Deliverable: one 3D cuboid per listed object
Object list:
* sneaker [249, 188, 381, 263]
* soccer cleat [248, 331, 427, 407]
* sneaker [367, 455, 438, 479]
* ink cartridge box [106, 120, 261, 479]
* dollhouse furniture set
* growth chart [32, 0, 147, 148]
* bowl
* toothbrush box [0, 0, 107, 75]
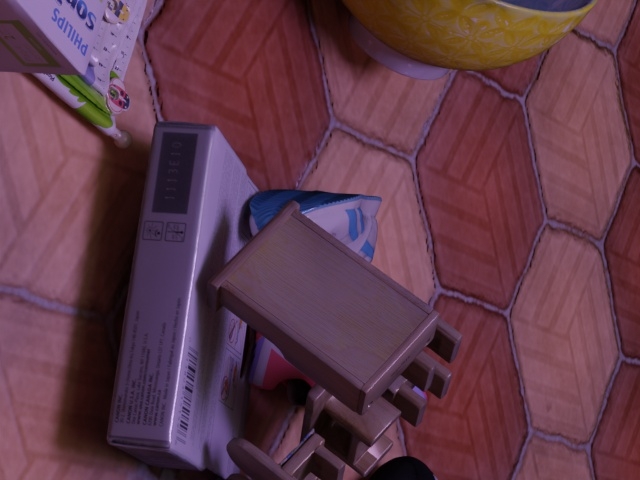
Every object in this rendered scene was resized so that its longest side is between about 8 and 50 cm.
[{"bbox_3d":[0.000,0.000,1.751,0.228,0.087,0.092,2,94,-68],"label":"sneaker"},{"bbox_3d":[0.016,0.131,1.810,0.248,0.083,0.095,37,75,-51],"label":"soccer cleat"},{"bbox_3d":[0.024,0.273,1.788,0.124,0.107,0.283,59,38,-19],"label":"sneaker"},{"bbox_3d":[-0.107,0.062,1.652,0.239,0.060,0.275,58,38,-72],"label":"ink cartridge box"},{"bbox_3d":[-0.004,0.106,1.636,0.212,0.161,0.242,-45,162,-26],"label":"dollhouse furniture set"},{"bbox_3d":[-0.191,-0.216,1.578,0.172,0.021,0.237,35,60,-48],"label":"growth chart"},{"bbox_3d":[0.111,-0.251,1.864,0.289,0.289,0.156,-27,153,-52],"label":"bowl"},{"bbox_3d":[-0.230,-0.294,1.410,0.206,0.122,0.283,52,48,-56],"label":"toothbrush box"}]
